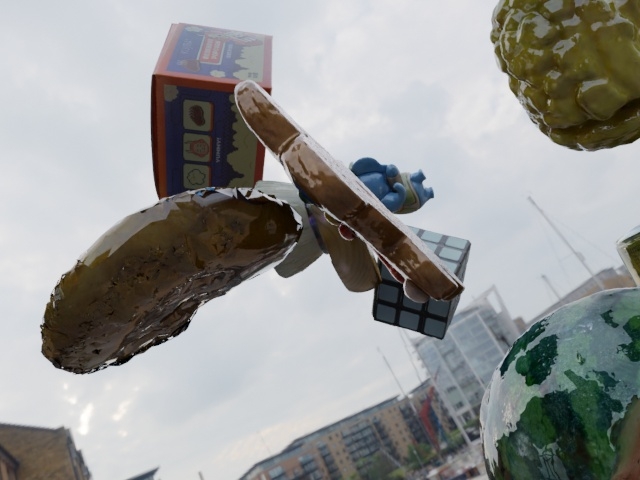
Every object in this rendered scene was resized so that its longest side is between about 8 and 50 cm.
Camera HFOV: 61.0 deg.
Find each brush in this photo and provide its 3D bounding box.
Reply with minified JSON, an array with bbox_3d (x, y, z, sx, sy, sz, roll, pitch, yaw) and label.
[{"bbox_3d":[0.000,0.000,0.943,0.166,0.174,0.267,-20,-62,8],"label":"brush"}]

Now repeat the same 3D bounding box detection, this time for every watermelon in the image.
[{"bbox_3d":[0.310,0.232,0.615,0.319,0.292,0.222,-7,21,31],"label":"watermelon"}]

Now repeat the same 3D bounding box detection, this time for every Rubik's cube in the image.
[{"bbox_3d":[0.210,0.082,1.133,0.162,0.163,0.161,-50,-32,-53],"label":"Rubik's cube"}]

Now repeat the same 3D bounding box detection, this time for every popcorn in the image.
[{"bbox_3d":[0.301,-0.220,0.594,0.203,0.226,0.200,-31,-45,19],"label":"popcorn"}]

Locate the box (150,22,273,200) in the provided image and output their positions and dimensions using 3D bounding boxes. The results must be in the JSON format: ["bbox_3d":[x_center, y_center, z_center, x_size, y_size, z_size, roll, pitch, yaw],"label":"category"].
[{"bbox_3d":[-0.253,-0.303,1.306,0.256,0.349,0.319,4,-51,-7],"label":"box"}]

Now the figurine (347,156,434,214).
[{"bbox_3d":[0.159,-0.137,1.401,0.261,0.154,0.180,-10,-17,7],"label":"figurine"}]

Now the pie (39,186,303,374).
[{"bbox_3d":[-0.128,0.036,0.503,0.273,0.069,0.273,-32,-12,-7],"label":"pie"}]

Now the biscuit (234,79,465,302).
[{"bbox_3d":[0.048,-0.017,0.525,0.049,0.205,0.324,-46,-41,10],"label":"biscuit"}]

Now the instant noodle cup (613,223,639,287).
[{"bbox_3d":[0.693,0.045,0.932,0.325,0.254,0.325,-30,-12,-7],"label":"instant noodle cup"}]
